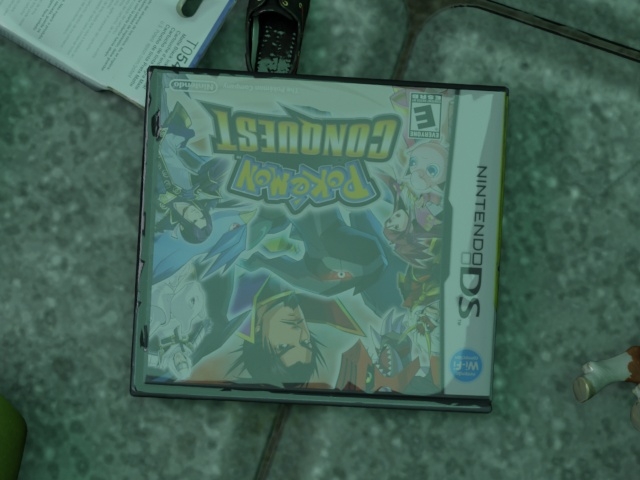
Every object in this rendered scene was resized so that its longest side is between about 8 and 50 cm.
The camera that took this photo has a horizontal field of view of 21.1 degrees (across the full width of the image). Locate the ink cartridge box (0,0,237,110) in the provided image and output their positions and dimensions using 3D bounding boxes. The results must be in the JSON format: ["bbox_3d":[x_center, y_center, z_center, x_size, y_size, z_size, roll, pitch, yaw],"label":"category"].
[{"bbox_3d":[-0.161,-0.236,1.344,0.224,0.045,0.223,31,83,2],"label":"ink cartridge box"}]

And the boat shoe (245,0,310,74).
[{"bbox_3d":[-0.033,-0.177,1.343,0.049,0.042,0.133,4,81,1],"label":"boat shoe"}]

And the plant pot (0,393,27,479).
[{"bbox_3d":[-0.336,0.218,1.190,0.275,0.275,0.293,30,67,3],"label":"plant pot"}]

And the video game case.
[{"bbox_3d":[0.000,0.000,1.300,0.275,0.035,0.248,3,90,-4],"label":"video game case"}]

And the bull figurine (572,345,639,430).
[{"bbox_3d":[0.311,0.190,1.239,0.188,0.101,0.310,-2,59,-25],"label":"bull figurine"}]
